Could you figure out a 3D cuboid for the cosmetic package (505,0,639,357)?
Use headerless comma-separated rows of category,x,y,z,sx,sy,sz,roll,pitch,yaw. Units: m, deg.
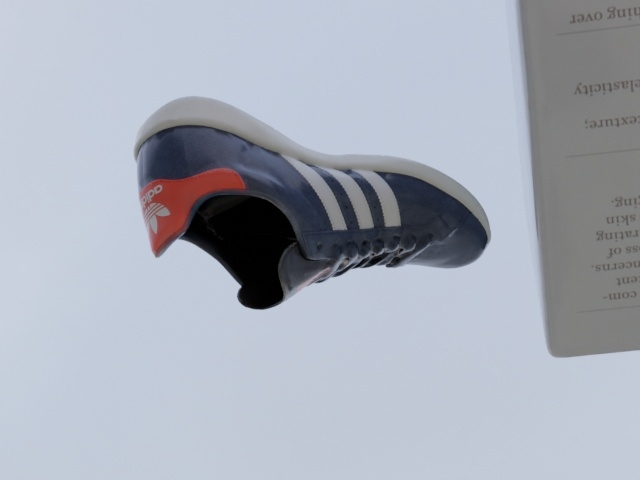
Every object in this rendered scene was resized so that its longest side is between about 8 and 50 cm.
cosmetic package,0.348,-0.148,1.080,0.329,0.327,0.393,-6,-59,8

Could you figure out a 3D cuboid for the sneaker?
sneaker,0.000,0.000,1.005,0.350,0.148,0.131,14,-37,-24
